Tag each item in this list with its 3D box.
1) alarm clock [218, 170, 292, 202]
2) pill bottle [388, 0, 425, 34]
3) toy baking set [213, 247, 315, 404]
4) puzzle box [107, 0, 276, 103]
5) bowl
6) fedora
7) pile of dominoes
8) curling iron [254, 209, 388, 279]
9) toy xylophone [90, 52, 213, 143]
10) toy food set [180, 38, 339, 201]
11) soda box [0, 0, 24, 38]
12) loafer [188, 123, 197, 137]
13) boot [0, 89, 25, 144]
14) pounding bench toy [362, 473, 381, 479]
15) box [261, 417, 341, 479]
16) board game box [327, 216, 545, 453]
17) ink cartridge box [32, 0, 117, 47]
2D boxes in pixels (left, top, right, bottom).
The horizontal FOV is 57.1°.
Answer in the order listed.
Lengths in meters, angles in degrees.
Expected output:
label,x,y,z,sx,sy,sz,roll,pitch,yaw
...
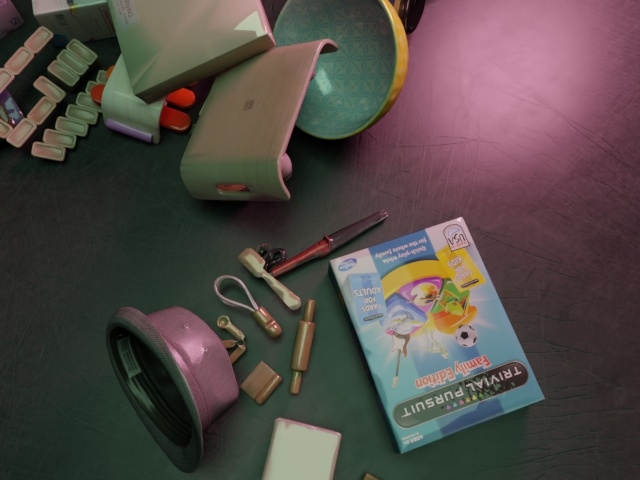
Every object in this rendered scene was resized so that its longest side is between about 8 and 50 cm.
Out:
label,x,y,z,sx,sy,sz,roll,pitch,yaw
alarm clock,-0.149,-0.134,1.112,0.192,0.064,0.129,4,71,4
pill bottle,0.096,-0.504,1.201,0.219,0.123,0.122,20,72,19
toy baking set,-0.105,0.148,1.017,0.197,0.030,0.256,14,81,5
puzzle box,-0.267,-0.490,1.090,0.272,0.052,0.408,-20,78,12
bowl,0.058,-0.339,1.120,0.156,0.289,0.289,-16,66,-52
fedora,-0.223,0.212,0.939,0.124,0.243,0.275,-27,62,-39
pile of dominoes,-0.529,-0.280,1.158,0.196,0.040,0.251,36,71,-12
curling iron,0.000,0.000,1.085,0.274,0.035,0.068,-22,73,-8
toy xylophone,-0.296,-0.340,1.169,0.236,0.081,0.322,26,72,2
toy food set,-0.102,-0.213,1.040,0.220,0.092,0.306,4,67,34
soda box,-0.757,-0.412,1.181,0.286,0.091,0.098,-43,77,-14
loafer,-0.185,-0.224,1.150,0.148,0.056,0.050,-11,71,-15
boot,-0.662,-0.276,1.156,0.106,0.082,0.219,-25,76,-25
pounding bench toy,0.068,0.406,0.932,0.083,0.065,0.052,26,105,7
box,-0.049,0.425,0.911,0.113,0.094,0.275,14,71,3
board game box,0.188,0.156,1.013,0.254,0.079,0.336,-19,73,-7
ink cartridge box,-0.473,-0.463,1.196,0.181,0.104,0.061,-12,73,-6
